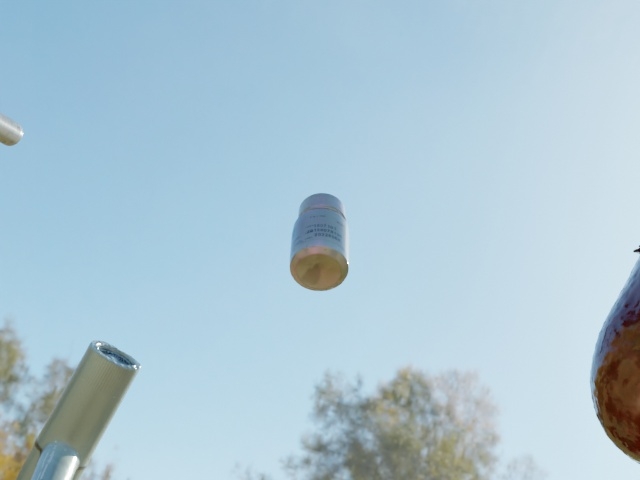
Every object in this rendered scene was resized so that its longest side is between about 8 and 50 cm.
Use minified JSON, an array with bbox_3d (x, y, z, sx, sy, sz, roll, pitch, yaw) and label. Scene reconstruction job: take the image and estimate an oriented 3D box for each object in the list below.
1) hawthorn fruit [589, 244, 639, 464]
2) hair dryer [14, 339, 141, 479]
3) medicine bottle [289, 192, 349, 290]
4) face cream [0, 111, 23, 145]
[{"bbox_3d":[0.245,0.051,0.510,0.185,0.202,0.185,16,0,0],"label":"hawthorn fruit"},{"bbox_3d":[-0.173,0.158,0.614,0.044,0.154,0.183,27,3,-12],"label":"hair dryer"},{"bbox_3d":[0.000,0.000,0.839,0.052,0.089,0.052,1,-52,2],"label":"medicine bottle"},{"bbox_3d":[-0.406,-0.148,1.135,0.034,0.034,0.130,11,-9,13],"label":"face cream"}]
